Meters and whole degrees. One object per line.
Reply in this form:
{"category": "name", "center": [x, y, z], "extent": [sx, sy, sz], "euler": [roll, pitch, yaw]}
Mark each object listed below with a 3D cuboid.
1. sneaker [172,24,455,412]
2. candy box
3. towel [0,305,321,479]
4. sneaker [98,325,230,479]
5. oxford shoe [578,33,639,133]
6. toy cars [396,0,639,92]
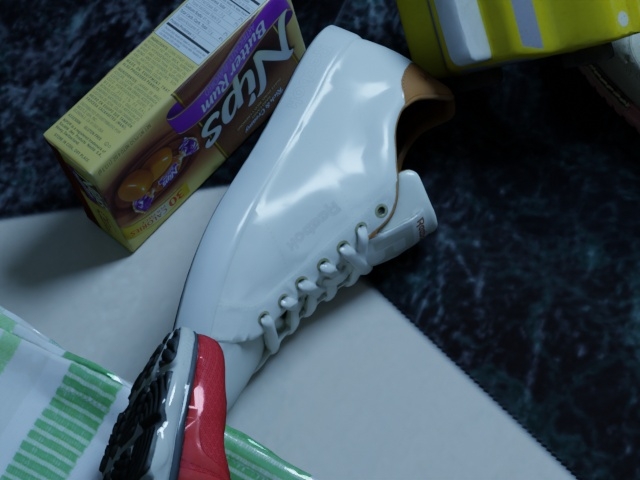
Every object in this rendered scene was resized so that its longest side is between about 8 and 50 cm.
{"category": "sneaker", "center": [0.000, 0.000, 1.181], "extent": [0.123, 0.106, 0.290], "euler": [22, 72, 12]}
{"category": "candy box", "center": [-0.092, -0.093, 1.250], "extent": [0.053, 0.109, 0.186], "euler": [38, 74, 27]}
{"category": "towel", "center": [-0.163, 0.180, 1.075], "extent": [0.324, 0.038, 0.248], "euler": [27, 68, 5]}
{"category": "sneaker", "center": [-0.059, 0.187, 1.025], "extent": [0.118, 0.107, 0.279], "euler": [6, 69, -22]}
{"category": "oxford shoe", "center": [0.311, -0.104, 1.152], "extent": [0.397, 0.146, 0.140], "euler": [32, 72, 25]}
{"category": "toy cars", "center": [0.038, -0.210, 1.246], "extent": [0.393, 0.176, 0.087], "euler": [39, 38, 27]}
